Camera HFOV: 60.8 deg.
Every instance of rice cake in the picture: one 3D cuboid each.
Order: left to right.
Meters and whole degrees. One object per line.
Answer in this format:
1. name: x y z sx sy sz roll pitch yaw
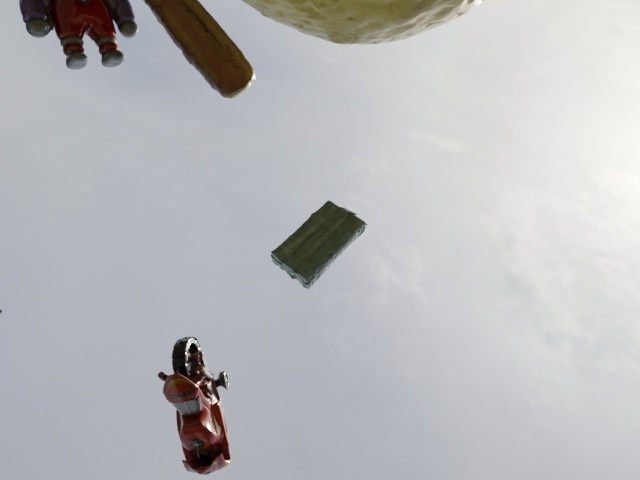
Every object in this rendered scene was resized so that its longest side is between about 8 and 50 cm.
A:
1. rice cake: 0.000 0.000 1.155 0.124 0.038 0.211 35 -121 28

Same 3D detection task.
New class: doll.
1. doll: -0.228 -0.257 0.467 0.102 0.075 0.227 -16 -90 -41

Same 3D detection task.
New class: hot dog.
1. hot dog: -0.210 -0.349 0.877 0.088 0.061 0.285 -34 -90 -2

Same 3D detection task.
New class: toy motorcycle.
1. toy motorcycle: -0.225 0.330 1.032 0.089 0.298 0.171 -8 -156 6

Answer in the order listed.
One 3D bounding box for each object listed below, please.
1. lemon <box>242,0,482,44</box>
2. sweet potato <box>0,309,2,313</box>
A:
1. lemon: 0.023 -0.315 0.410 0.336 0.336 0.336 3 -135 -3
2. sweet potato: -0.733 0.208 1.147 0.044 0.044 0.179 12 -145 7
